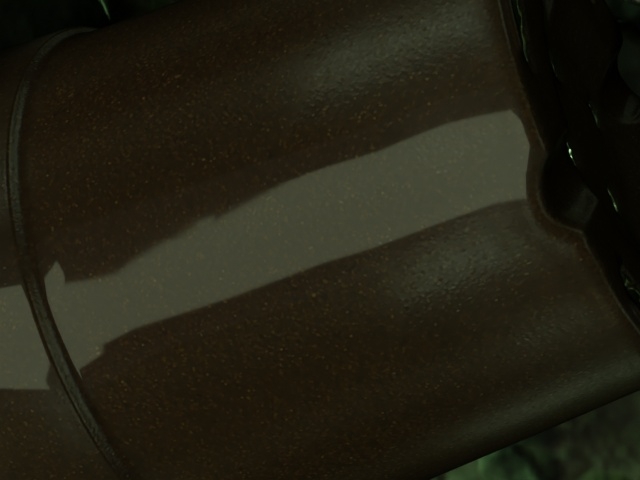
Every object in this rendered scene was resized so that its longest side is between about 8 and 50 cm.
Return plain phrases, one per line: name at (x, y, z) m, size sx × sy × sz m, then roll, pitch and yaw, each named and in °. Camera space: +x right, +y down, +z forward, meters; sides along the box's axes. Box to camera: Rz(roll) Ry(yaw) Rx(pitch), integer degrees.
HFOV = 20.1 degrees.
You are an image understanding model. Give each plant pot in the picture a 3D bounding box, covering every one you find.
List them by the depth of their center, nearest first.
plant pot at (0.000, 0.000, 0.465) m, size 0.165 × 0.167 × 0.167 m, roll -20°, pitch 86°, yaw 22°

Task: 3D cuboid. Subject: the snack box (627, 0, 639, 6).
snack box at (0.134, -0.144, 0.471) m, size 0.322 × 0.060 × 0.187 m, roll 29°, pitch 110°, yaw 21°
